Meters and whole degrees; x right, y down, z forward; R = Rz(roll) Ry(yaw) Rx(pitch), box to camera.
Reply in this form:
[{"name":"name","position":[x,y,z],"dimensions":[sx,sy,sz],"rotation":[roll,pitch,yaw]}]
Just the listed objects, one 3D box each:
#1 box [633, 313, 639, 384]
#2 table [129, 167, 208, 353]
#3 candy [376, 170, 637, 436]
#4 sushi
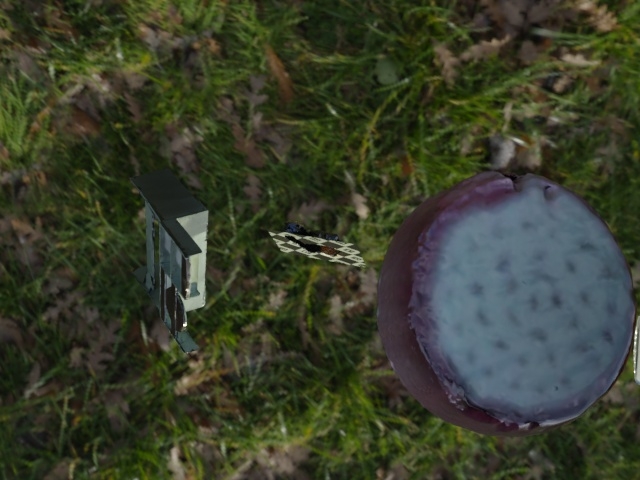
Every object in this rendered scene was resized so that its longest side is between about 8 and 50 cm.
[{"name":"box","position":[0.417,0.076,1.080],"dimensions":[0.177,0.036,0.115],"rotation":[-42,137,-32]},{"name":"table","position":[-0.171,0.023,1.118],"dimensions":[0.062,0.175,0.146],"rotation":[-17,132,-29]},{"name":"candy","position":[0.073,0.024,0.362],"dimensions":[0.103,0.043,0.103],"rotation":[2,84,-17]},{"name":"sushi","position":[0.000,0.000,1.275],"dimensions":[0.120,0.126,0.026],"rotation":[65,37,-72]}]
